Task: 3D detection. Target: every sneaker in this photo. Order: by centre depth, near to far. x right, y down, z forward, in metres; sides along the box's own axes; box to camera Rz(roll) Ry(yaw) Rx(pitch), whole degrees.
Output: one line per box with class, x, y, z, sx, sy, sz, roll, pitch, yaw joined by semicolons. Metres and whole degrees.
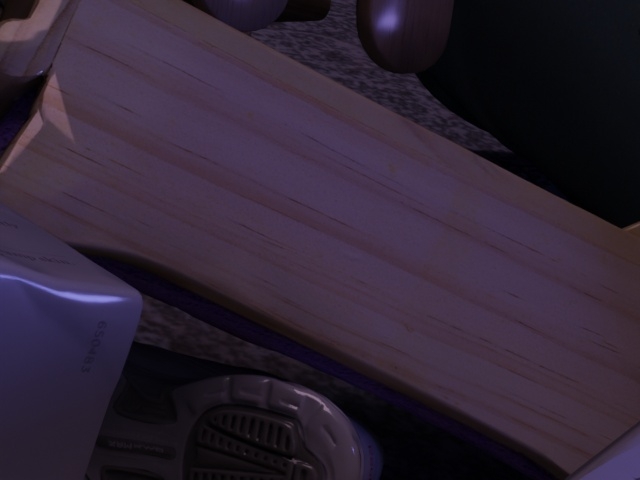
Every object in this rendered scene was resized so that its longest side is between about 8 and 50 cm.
sneaker;-0.078;0.086;0.782;0.232;0.090;0.115;17;0;21

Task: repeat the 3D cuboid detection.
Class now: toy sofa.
toy sofa;0.000;0.000;0.799;0.362;0.177;0.150;25;-24;-16

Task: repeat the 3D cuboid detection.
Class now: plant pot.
plant pot;0.255;-0.129;1.109;0.341;0.341;0.334;3;31;-22

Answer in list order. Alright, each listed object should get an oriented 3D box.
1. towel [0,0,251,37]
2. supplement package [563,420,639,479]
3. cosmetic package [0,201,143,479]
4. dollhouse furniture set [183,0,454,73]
towel;-0.198;-0.220;1.408;0.187;0.049;0.282;-6;31;-36
supplement package;0.120;0.153;0.538;0.175;0.177;0.293;51;35;12
cosmetic package;-0.269;0.005;0.639;0.217;0.156;0.385;14;8;-42
dollhouse furniture set;-0.179;-0.140;1.013;0.394;0.257;0.362;9;-1;-44
